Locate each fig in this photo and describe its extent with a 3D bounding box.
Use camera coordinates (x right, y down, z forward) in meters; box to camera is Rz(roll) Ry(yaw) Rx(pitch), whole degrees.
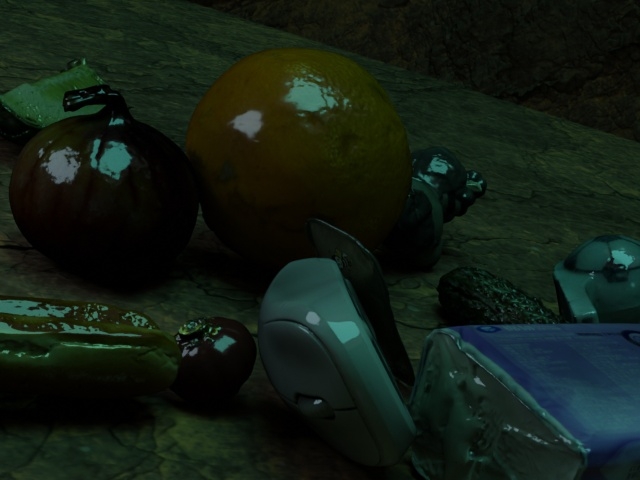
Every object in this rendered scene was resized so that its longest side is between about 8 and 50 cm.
[{"bbox_3d":[-0.257,-0.059,1.591,0.235,0.214,0.235,35,3,-2],"label":"fig"}]

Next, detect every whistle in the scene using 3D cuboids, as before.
[{"bbox_3d":[0.397,0.079,1.745,0.163,0.163,0.290,13,19,-3],"label":"whistle"}]

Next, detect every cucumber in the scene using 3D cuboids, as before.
[{"bbox_3d":[0.257,0.114,1.629,0.096,0.096,0.359,4,20,-28],"label":"cucumber"},{"bbox_3d":[-0.422,-0.193,2.024,0.145,0.105,0.325,43,20,1],"label":"cucumber"}]

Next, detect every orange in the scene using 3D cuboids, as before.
[{"bbox_3d":[-0.027,-0.102,1.715,0.312,0.312,0.312,13,18,-4],"label":"orange"}]

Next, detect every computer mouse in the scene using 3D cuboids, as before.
[{"bbox_3d":[0.002,0.118,1.294,0.121,0.184,0.297,-23,20,2],"label":"computer mouse"}]

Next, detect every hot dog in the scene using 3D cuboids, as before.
[{"bbox_3d":[-0.298,0.107,1.212,0.337,0.100,0.135,5,11,-29],"label":"hot dog"}]

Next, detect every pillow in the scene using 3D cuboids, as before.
[{"bbox_3d":[0.048,0.071,1.450,0.033,0.217,0.130,-37,43,-22],"label":"pillow"}]

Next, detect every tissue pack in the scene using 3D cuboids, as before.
[{"bbox_3d":[0.281,0.196,1.288,0.338,0.160,0.242,2,23,-32],"label":"tissue pack"}]

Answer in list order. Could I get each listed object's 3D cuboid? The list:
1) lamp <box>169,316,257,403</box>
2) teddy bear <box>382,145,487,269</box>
[{"bbox_3d":[-0.113,0.121,1.324,0.101,0.090,0.101,-17,28,10],"label":"lamp"},{"bbox_3d":[0.126,-0.032,1.932,0.171,0.144,0.251,-15,17,35],"label":"teddy bear"}]
